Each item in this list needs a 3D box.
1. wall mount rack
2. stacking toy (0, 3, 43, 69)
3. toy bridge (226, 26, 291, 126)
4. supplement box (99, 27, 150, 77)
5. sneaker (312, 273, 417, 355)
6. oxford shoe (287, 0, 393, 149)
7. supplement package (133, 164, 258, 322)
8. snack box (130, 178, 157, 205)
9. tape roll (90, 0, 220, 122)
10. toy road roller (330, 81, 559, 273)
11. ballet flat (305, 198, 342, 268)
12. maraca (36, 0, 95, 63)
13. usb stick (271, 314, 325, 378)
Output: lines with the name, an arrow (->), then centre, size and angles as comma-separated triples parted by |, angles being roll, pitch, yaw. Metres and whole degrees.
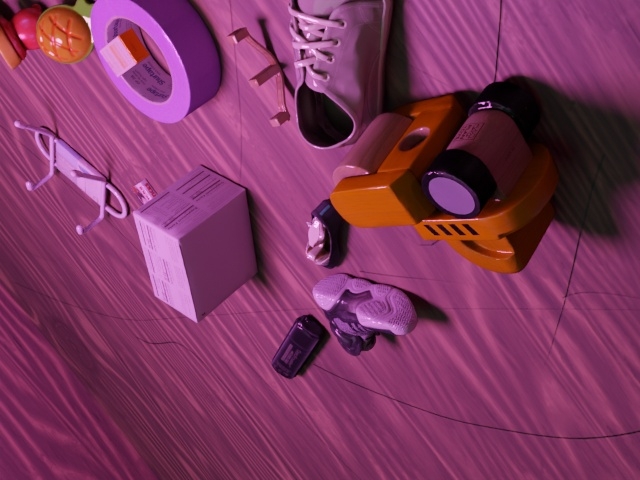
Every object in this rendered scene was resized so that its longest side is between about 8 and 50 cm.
wall mount rack -> -0.659, -0.177, 2.341 | 0.350, 0.130, 0.304 | 39, 147, 13
stacking toy -> -0.734, -0.561, 2.092 | 0.308, 0.130, 0.279 | 62, 171, -17
toy bridge -> -0.098, -0.293, 1.613 | 0.026, 0.063, 0.188 | 2, 128, 49
supplement box -> -0.374, -0.358, 1.730 | 0.098, 0.036, 0.062 | -12, 115, 54
sneaker -> 0.104, 0.166, 1.835 | 0.269, 0.101, 0.153 | 19, 139, 46
oxford shoe -> 0.016, -0.319, 1.395 | 0.169, 0.130, 0.449 | 28, 141, 32
supplement package -> -0.268, 0.008, 2.003 | 0.145, 0.204, 0.261 | 29, 143, 29
snack box -> -0.400, -0.069, 2.248 | 0.178, 0.022, 0.064 | 55, 146, -11
tape roll -> -0.324, -0.370, 1.778 | 0.275, 0.090, 0.274 | 30, 143, 26
toy road roller -> 0.204, -0.074, 1.374 | 0.330, 0.202, 0.240 | 0, 136, 49
ballet flat -> 0.000, 0.000, 1.805 | 0.074, 0.074, 0.203 | 34, 146, 21
maraca -> -0.530, -0.448, 1.938 | 0.186, 0.099, 0.127 | -18, 115, 28
usb stick -> -0.057, 0.259, 2.171 | 0.077, 0.045, 0.278 | 37, 147, 5
